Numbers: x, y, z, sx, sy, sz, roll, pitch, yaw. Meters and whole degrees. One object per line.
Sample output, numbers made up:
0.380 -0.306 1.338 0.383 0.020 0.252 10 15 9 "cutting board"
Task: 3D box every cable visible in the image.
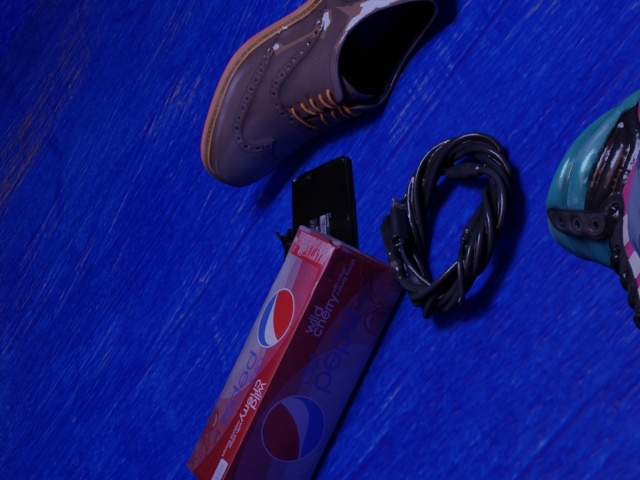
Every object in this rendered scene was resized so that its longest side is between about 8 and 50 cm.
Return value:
0.120 -0.013 1.145 0.150 0.047 0.184 -44 31 24 "cable"

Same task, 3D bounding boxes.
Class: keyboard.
0.000 0.000 1.354 0.100 0.038 0.192 -21 44 21 "keyboard"

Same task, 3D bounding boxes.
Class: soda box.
-0.023 0.126 1.211 0.263 0.092 0.083 -64 28 0 "soda box"

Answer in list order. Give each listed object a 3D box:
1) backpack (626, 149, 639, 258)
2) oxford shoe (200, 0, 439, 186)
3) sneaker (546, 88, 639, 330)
0.282 -0.035 0.590 0.355 0.290 0.273 118 130 -69 "backpack"
-0.008 -0.175 1.402 0.364 0.130 0.133 -49 38 27 "oxford shoe"
0.228 0.017 0.851 0.178 0.123 0.296 -16 61 62 "sneaker"
